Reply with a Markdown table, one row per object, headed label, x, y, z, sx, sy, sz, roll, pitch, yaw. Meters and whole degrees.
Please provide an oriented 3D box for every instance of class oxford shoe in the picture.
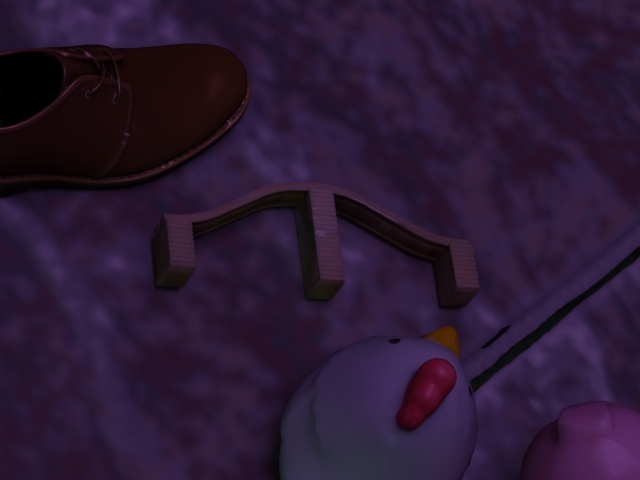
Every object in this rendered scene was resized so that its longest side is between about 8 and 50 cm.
| label | x | y | z | sx | sy | sz | roll | pitch | yaw |
| --- | --- | --- | --- | --- | --- | --- | --- | --- | --- |
| oxford shoe | -0.121 | -0.073 | 1.017 | 0.212 | 0.076 | 0.076 | -16 | 67 | -32 |

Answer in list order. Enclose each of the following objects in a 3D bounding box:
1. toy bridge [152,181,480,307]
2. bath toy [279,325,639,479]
| label | x | y | z | sx | sy | sz | roll | pitch | yaw |
| --- | --- | --- | --- | --- | --- | --- | --- | --- | --- |
| toy bridge | 0.000 | 0.000 | 1.056 | 0.188 | 0.026 | 0.063 | 4 | 59 | -22 |
| bath toy | 0.148 | 0.147 | 0.972 | 0.348 | 0.129 | 0.151 | 30 | 54 | -4 |
